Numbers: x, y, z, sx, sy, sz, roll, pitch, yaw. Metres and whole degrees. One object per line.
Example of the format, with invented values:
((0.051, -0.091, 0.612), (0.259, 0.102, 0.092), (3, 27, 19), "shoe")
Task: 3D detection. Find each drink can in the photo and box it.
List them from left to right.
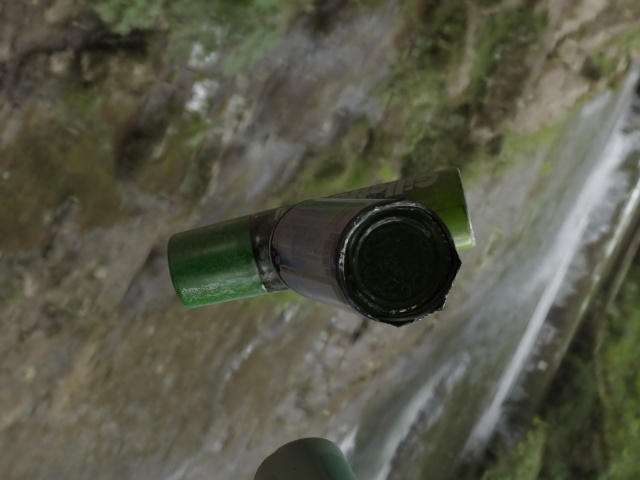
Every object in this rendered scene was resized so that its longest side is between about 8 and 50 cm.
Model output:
((0.027, 0.012, 0.937), (0.097, 0.097, 0.235), (-64, -165, -6), "drink can")

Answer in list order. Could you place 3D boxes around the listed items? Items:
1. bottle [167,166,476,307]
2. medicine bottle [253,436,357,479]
((0.000, 0.000, 1.253), (0.093, 0.330, 0.093), (-13, 90, -83), "bottle")
((0.036, 0.359, 1.152), (0.110, 0.352, 0.110), (-14, 132, -16), "medicine bottle")
